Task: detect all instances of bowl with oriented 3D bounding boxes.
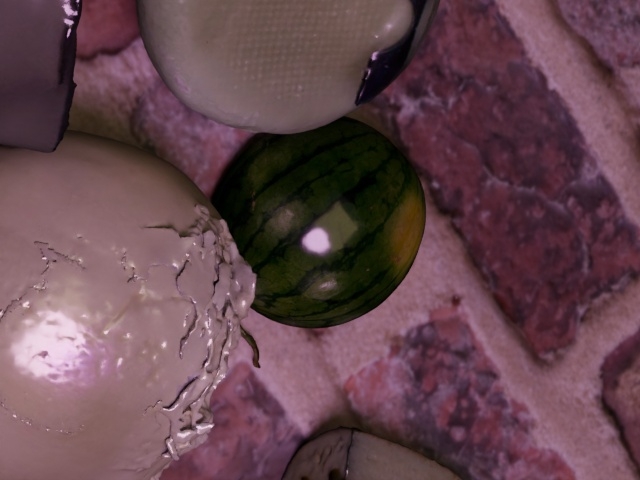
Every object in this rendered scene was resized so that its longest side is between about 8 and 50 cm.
[{"bbox_3d":[-0.295,-0.245,1.397,0.185,0.354,0.354,-1,98,-15],"label":"bowl"}]

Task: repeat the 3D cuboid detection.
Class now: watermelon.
[{"bbox_3d":[0.005,-0.006,1.698,0.232,0.127,0.204,-33,115,-14],"label":"watermelon"}]

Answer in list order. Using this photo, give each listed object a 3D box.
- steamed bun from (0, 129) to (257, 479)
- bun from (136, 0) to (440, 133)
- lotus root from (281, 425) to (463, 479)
[{"bbox_3d":[-0.226,0.073,1.528,0.311,0.233,0.334,13,90,-29],"label":"steamed bun"},{"bbox_3d":[-0.039,-0.249,1.609,0.293,0.187,0.293,-12,127,-16],"label":"bun"},{"bbox_3d":[0.074,0.347,1.782,0.260,0.149,0.267,22,70,-32],"label":"lotus root"}]
